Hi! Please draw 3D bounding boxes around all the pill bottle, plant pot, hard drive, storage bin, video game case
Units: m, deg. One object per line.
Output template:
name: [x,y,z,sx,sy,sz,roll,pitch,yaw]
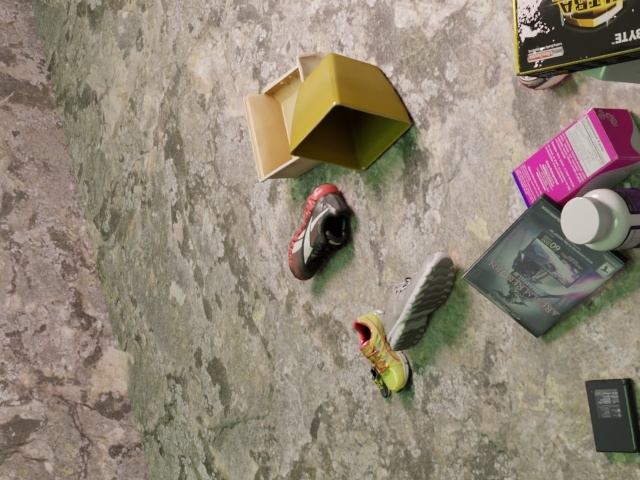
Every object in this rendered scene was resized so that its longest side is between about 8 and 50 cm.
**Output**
pill bottle: [0.509,-0.037,1.643,0.108,0.193,0.108,5,96,52]
plant pot: [0.057,-0.312,2.222,0.212,0.212,0.187,-42,47,46]
hard drive: [0.545,0.327,1.766,0.094,0.022,0.135,-15,81,52]
storage bin: [-0.063,-0.314,2.428,0.262,0.123,0.260,-26,72,51]
video game case: [0.419,0.054,1.809,0.196,0.026,0.274,39,135,2]

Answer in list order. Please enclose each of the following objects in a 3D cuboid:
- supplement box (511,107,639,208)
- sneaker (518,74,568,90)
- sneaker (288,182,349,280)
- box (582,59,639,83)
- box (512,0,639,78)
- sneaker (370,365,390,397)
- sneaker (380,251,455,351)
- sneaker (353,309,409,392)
supplement box: [0.478,-0.138,1.745,0.220,0.111,0.114,-41,62,46]
sneaker: [0.442,-0.421,1.770,0.121,0.112,0.299,50,130,38]
sneaker: [0.000,0.000,2.390,0.135,0.098,0.276,47,127,42]
box: [0.532,-0.447,1.563,0.168,0.215,0.345,42,124,43]
box: [0.438,-0.402,1.451,0.322,0.079,0.257,-1,90,53]
sneaker: [0.140,0.340,2.285,0.031,0.035,0.083,-35,65,49]
sneaker: [0.201,0.122,2.132,0.115,0.105,0.281,55,133,34]
sneaker: [0.135,0.266,2.240,0.081,0.094,0.208,-46,59,42]
